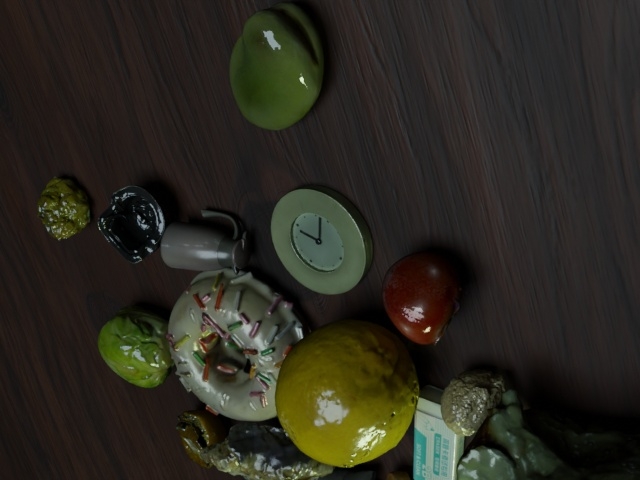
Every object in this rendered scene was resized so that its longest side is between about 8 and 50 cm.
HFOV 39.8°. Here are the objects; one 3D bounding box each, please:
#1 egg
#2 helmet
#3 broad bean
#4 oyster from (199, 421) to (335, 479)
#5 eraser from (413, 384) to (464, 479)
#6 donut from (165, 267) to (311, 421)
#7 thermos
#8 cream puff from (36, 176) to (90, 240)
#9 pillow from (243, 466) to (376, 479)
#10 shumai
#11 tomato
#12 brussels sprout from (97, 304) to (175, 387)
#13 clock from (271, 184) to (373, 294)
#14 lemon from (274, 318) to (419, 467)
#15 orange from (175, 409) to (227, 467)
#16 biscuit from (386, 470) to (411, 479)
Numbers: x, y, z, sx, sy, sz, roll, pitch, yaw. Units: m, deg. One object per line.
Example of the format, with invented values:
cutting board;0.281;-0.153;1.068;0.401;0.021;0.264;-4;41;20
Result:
egg;0.290;0.304;1.671;0.116;0.140;0.118;40;176;-9
helmet;-0.402;-0.044;2.003;0.153;0.107;0.177;47;113;10
broad bean;-0.081;-0.315;1.632;0.189;0.121;0.263;38;145;7
oyster;-0.111;0.475;1.978;0.341;0.166;0.110;8;163;13
eraser;0.243;0.410;1.809;0.096;0.052;0.225;17;123;31
donut;-0.185;0.245;1.974;0.383;0.142;0.382;17;123;27
thermos;-0.238;0.002;1.918;0.193;0.105;0.137;7;85;30
cream puff;-0.635;-0.073;2.149;0.146;0.116;0.146;18;126;27
pillow;-0.036;0.589;2.003;0.326;0.228;0.101;12;151;34
shumai;0.414;0.416;1.528;0.323;0.397;0.324;45;162;37
tomato;0.184;0.101;1.620;0.167;0.167;0.167;17;122;28
brussels sprout;-0.444;0.264;2.156;0.223;0.161;0.223;21;124;35
clock;0.000;0.000;1.786;0.235;0.029;0.235;18;123;30
lemon;0.052;0.299;1.739;0.297;0.297;0.297;17;122;28
orange;-0.290;0.482;2.195;0.160;0.112;0.170;65;164;-17
biscuit;0.187;0.676;1.861;0.057;0.312;0.351;-2;98;-10
